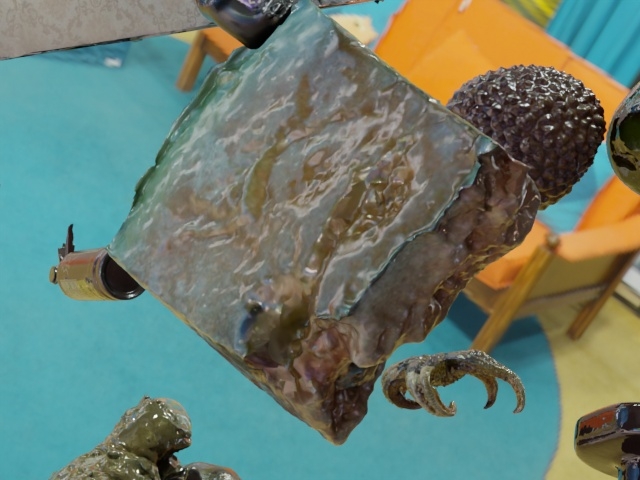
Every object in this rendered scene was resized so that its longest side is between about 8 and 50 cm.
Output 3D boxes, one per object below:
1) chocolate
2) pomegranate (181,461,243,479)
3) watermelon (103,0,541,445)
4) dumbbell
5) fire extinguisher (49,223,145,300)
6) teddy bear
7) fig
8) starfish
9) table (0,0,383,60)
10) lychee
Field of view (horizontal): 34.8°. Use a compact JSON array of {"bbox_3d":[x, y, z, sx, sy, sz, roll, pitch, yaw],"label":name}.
[{"bbox_3d":[-0.034,-0.181,0.676,0.070,0.072,0.147,66,33,-23],"label":"chocolate"},{"bbox_3d":[-0.162,0.328,1.263,0.163,0.125,0.138,40,-24,-33],"label":"pomegranate"},{"bbox_3d":[0.006,0.003,0.725,0.151,0.264,0.302,32,8,-41],"label":"watermelon"},{"bbox_3d":[0.275,0.258,0.862,0.124,0.140,0.225,23,59,-16],"label":"dumbbell"},{"bbox_3d":[-0.316,0.034,1.436,0.075,0.106,0.252,32,-20,-28],"label":"fire extinguisher"},{"bbox_3d":[-0.189,0.330,1.084,0.256,0.156,0.267,60,17,-11],"label":"teddy bear"},{"bbox_3d":[0.456,-0.143,1.238,0.195,0.195,0.245,31,45,5],"label":"fig"},{"bbox_3d":[0.143,0.163,1.159,0.146,0.074,0.190,-5,-6,-19],"label":"starfish"},{"bbox_3d":[-0.141,-0.320,1.027,0.335,0.222,0.272,-3,14,24],"label":"table"},{"bbox_3d":[0.225,-0.126,1.203,0.188,0.188,0.188,22,28,-12],"label":"lychee"}]
